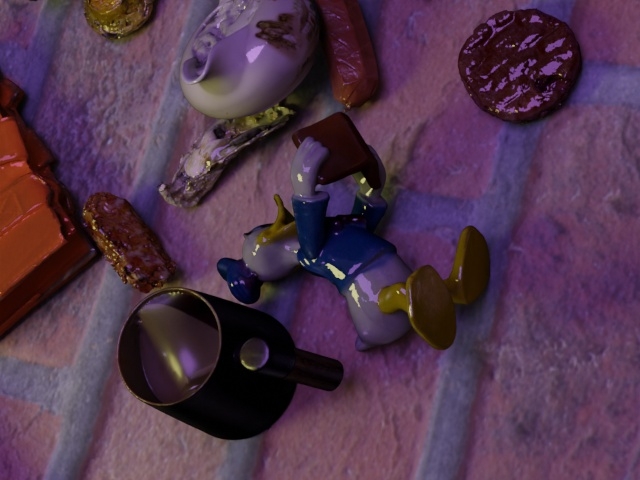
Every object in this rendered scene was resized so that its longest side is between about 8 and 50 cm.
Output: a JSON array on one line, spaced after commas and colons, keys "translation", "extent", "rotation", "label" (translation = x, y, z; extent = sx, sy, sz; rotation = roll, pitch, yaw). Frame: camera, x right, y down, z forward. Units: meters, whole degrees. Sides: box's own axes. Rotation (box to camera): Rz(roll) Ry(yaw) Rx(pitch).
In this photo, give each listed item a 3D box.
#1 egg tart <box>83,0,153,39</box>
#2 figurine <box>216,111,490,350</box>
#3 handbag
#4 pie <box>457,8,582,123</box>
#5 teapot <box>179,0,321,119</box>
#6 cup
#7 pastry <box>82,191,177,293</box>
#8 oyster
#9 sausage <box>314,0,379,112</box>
[{"translation": [-0.286, -0.349, 1.881], "extent": [0.130, 0.052, 0.130], "rotation": [-10, 67, 24], "label": "egg tart"}, {"translation": [0.000, 0.000, 1.561], "extent": [0.338, 0.204, 0.283], "rotation": [-11, 94, 35], "label": "figurine"}, {"translation": [-0.511, -0.057, 1.859], "extent": [0.303, 0.116, 0.410], "rotation": [-39, 62, 10], "label": "handbag"}, {"translation": [0.240, -0.211, 1.596], "extent": [0.153, 0.038, 0.153], "rotation": [-10, 67, 24], "label": "pie"}, {"translation": [-0.097, -0.256, 1.683], "extent": [0.204, 0.139, 0.298], "rotation": [-31, 32, 27], "label": "teapot"}, {"translation": [-0.105, 0.128, 1.573], "extent": [0.239, 0.177, 0.166], "rotation": [-23, 65, 17], "label": "cup"}, {"translation": [-0.253, 0.009, 1.737], "extent": [0.169, 0.087, 0.063], "rotation": [53, 133, 29], "label": "pastry"}, {"translation": [-0.119, -0.124, 1.740], "extent": [0.200, 0.061, 0.106], "rotation": [-26, 43, 14], "label": "oyster"}, {"translation": [0.033, -0.240, 1.687], "extent": [0.065, 0.065, 0.169], "rotation": [-23, 66, 18], "label": "sausage"}]
